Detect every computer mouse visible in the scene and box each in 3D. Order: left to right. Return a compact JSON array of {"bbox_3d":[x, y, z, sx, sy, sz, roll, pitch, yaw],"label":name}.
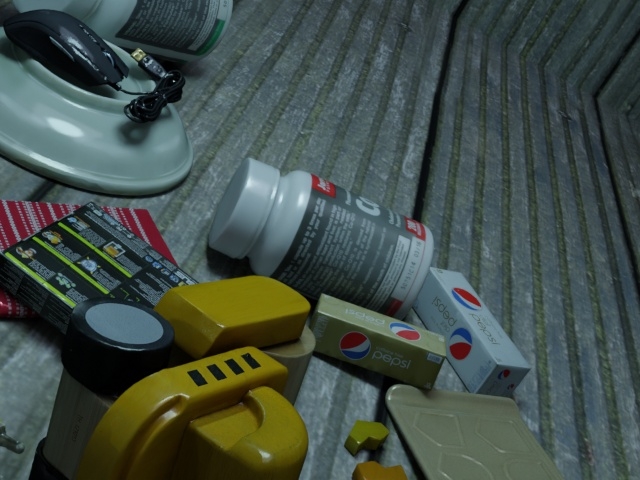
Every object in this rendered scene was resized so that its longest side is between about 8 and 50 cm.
[{"bbox_3d":[-0.311,-0.275,1.595,0.262,0.060,0.184,33,27,5],"label":"computer mouse"}]

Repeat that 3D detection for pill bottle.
[{"bbox_3d":[-0.329,-0.420,1.851,0.204,0.204,0.361,44,22,25],"label":"pill bottle"},{"bbox_3d":[0.000,0.000,1.547,0.283,0.161,0.161,24,27,-15],"label":"pill bottle"}]

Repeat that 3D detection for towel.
[{"bbox_3d":[-0.292,0.026,1.351,0.274,0.031,0.199,4,39,-40],"label":"towel"}]

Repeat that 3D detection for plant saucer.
[{"bbox_3d":[-0.358,-0.223,1.639,0.400,0.101,0.400,24,26,-13],"label":"plant saucer"}]

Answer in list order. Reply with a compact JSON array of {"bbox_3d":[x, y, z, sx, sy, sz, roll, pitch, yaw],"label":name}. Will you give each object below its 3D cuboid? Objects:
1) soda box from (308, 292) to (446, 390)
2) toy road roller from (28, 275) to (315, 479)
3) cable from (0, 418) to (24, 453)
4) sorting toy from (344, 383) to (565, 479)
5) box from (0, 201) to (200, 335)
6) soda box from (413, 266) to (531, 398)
[{"bbox_3d":[0.073,0.134,1.472,0.181,0.058,0.061,20,22,-2],"label":"soda box"},{"bbox_3d":[-0.093,0.183,1.039,0.240,0.203,0.329,31,23,29],"label":"toy road roller"},{"bbox_3d":[-0.413,0.144,1.022,0.287,0.072,0.139,31,41,29],"label":"cable"},{"bbox_3d":[0.161,0.272,1.388,0.307,0.041,0.229,10,30,-24],"label":"sorting toy"},{"bbox_3d":[-0.249,0.050,1.279,0.190,0.045,0.184,36,32,6],"label":"box"},{"bbox_3d":[0.217,0.136,1.642,0.073,0.069,0.216,10,33,-36],"label":"soda box"}]
